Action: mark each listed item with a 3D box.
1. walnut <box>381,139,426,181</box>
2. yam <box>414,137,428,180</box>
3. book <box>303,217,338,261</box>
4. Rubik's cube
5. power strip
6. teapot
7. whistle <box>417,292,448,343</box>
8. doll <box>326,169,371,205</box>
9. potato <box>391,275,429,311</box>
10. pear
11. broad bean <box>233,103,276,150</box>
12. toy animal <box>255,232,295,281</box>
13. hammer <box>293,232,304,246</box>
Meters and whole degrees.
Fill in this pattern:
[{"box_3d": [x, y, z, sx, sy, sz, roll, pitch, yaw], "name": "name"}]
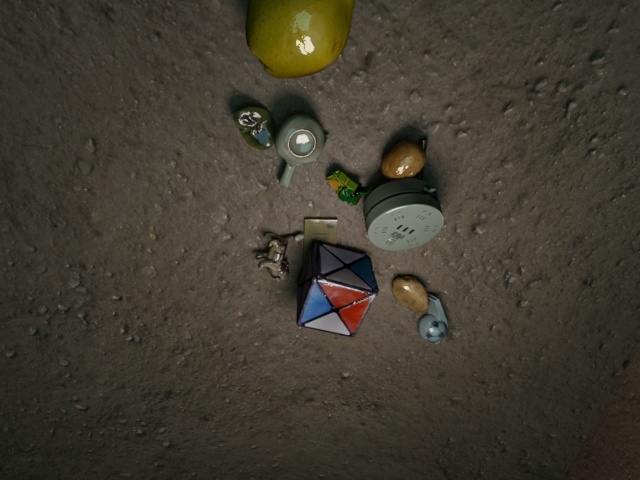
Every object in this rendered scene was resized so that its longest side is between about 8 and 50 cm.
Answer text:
[{"box_3d": [0.357, -0.337, 1.845, 0.165, 0.165, 0.197, 40, 105, -21], "name": "walnut"}, {"box_3d": [0.450, -0.296, 1.939, 0.045, 0.045, 0.327, -16, 121, -30], "name": "yam"}, {"box_3d": [0.000, 0.000, 2.059, 0.161, 0.026, 0.231, 1, 116, -5], "name": "book"}, {"box_3d": [0.065, 0.223, 2.004, 0.306, 0.310, 0.305, 13, 120, -12], "name": "Rubik's cube"}, {"box_3d": [0.367, -0.112, 1.882, 0.357, 0.162, 0.358, -4, 144, -3], "name": "power strip"}, {"box_3d": [-0.119, -0.379, 1.788, 0.220, 0.149, 0.318, 36, 108, -27], "name": "teapot"}, {"box_3d": [0.579, 0.435, 2.261, 0.163, 0.163, 0.290, -23, 115, 7], "name": "whistle"}, {"box_3d": [0.113, -0.238, 1.898, 0.186, 0.106, 0.134, 34, 151, -4], "name": "doll"}, {"box_3d": [0.463, 0.266, 2.177, 0.234, 0.128, 0.161, 30, 133, -4], "name": "potato"}, {"box_3d": [-0.068, -0.765, 1.491, 0.362, 0.362, 0.418, 40, 102, -22], "name": "pear"}, {"box_3d": [-0.268, -0.475, 1.780, 0.153, 0.072, 0.206, -36, 126, 15], "name": "broad bean"}, {"box_3d": [-0.218, 0.078, 2.035, 0.168, 0.121, 0.233, 6, 107, -26], "name": "toy animal"}, {"box_3d": [-0.100, 0.001, 2.042, 0.052, 0.031, 0.083, -25, 144, -15], "name": "hammer"}]
